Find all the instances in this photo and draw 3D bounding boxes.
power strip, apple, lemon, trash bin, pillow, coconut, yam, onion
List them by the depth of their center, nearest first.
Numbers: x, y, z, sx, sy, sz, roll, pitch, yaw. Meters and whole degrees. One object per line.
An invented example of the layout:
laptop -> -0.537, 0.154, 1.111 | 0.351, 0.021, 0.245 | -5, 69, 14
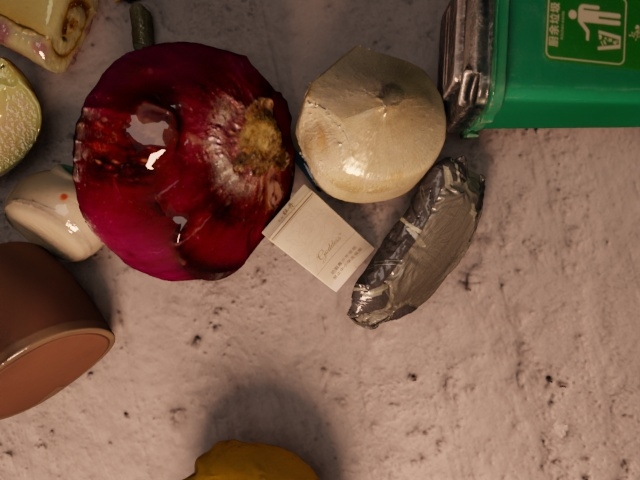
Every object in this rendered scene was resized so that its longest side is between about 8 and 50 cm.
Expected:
lemon -> -0.109, 0.477, 1.268 | 0.297, 0.297, 0.297 | -1, 84, 9
trash bin -> 0.389, -0.290, 1.284 | 0.381, 0.295, 0.259 | 5, 84, -1
coconut -> 0.079, -0.192, 1.302 | 0.244, 0.247, 0.245 | 3, 72, -8
pillow -> 0.165, 0.012, 1.336 | 0.335, 0.161, 0.092 | -55, 42, 3
onion -> -0.276, -0.139, 1.345 | 0.420, 0.398, 0.398 | 14, 86, 36
power strip -> -0.028, -0.144, 1.429 | 0.032, 0.056, 0.123 | -37, 80, 3
apple -> -0.640, -0.211, 1.508 | 0.265, 0.120, 0.193 | -29, 92, 8
yam -> -0.343, -0.404, 1.515 | 0.043, 0.043, 0.094 | -6, 82, 9

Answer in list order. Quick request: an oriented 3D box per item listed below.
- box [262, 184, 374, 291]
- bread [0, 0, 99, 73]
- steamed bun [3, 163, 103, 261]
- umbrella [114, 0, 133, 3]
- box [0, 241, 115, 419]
box -> 0.000, 0.000, 1.355 | 0.109, 0.198, 0.029 | -49, 39, 1
bread -> -0.607, -0.472, 1.509 | 0.338, 0.155, 0.187 | 26, 97, 9
steamed bun -> -0.462, -0.054, 1.423 | 0.177, 0.228, 0.131 | 47, 59, -26
umbrella -> -0.336, -0.492, 1.525 | 0.143, 0.040, 0.037 | -17, 90, 8
box -> -0.544, 0.157, 1.379 | 0.301, 0.301, 0.216 | -38, 73, 4
